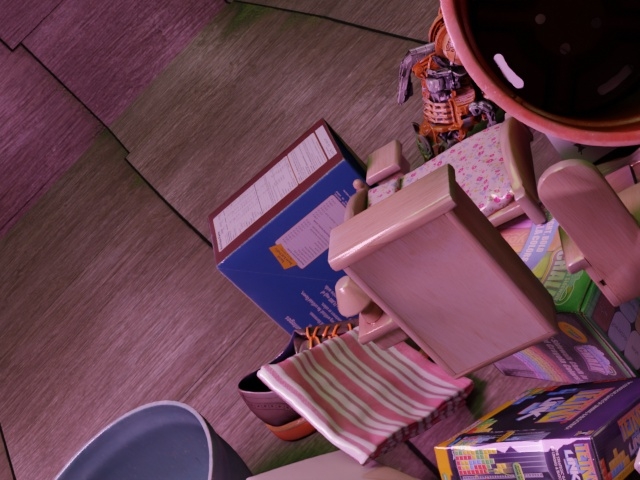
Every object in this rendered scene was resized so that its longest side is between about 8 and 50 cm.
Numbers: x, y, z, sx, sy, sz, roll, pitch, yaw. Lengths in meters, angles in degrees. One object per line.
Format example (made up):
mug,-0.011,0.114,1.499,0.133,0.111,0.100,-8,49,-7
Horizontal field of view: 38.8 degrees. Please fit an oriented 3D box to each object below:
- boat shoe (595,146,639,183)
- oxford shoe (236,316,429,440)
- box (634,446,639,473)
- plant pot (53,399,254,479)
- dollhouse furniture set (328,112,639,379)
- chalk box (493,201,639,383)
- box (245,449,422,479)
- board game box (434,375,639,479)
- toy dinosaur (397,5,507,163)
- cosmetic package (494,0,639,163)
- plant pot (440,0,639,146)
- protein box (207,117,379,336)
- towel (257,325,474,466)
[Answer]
boat shoe,0.343,-0.064,0.941,0.170,0.063,0.059,-30,34,42
oxford shoe,0.024,0.134,1.046,0.271,0.098,0.097,-36,31,16
box,0.340,0.101,0.640,0.126,0.148,0.232,-3,50,49
plant pot,-0.153,0.338,0.915,0.293,0.196,0.293,-32,33,23
dollhouse furniture set,0.126,-0.077,0.843,0.303,0.174,0.356,-29,34,27
chalk box,0.246,0.049,0.844,0.213,0.132,0.132,-2,51,49
box,0.070,0.283,0.722,0.121,0.148,0.311,-9,11,-34
board game box,0.199,0.159,0.748,0.141,0.048,0.170,-17,-2,40
toy dinosaur,0.212,-0.239,1.146,0.322,0.218,0.164,106,162,-50
cosmetic package,0.358,-0.293,0.981,0.377,0.284,0.097,-35,-1,18
plant pot,0.243,-0.217,0.822,0.272,0.272,0.265,-40,-2,8
protein box,0.000,0.000,1.143,0.201,0.200,0.136,-39,29,10
towel,0.049,0.141,0.905,0.144,0.197,0.029,33,119,30
